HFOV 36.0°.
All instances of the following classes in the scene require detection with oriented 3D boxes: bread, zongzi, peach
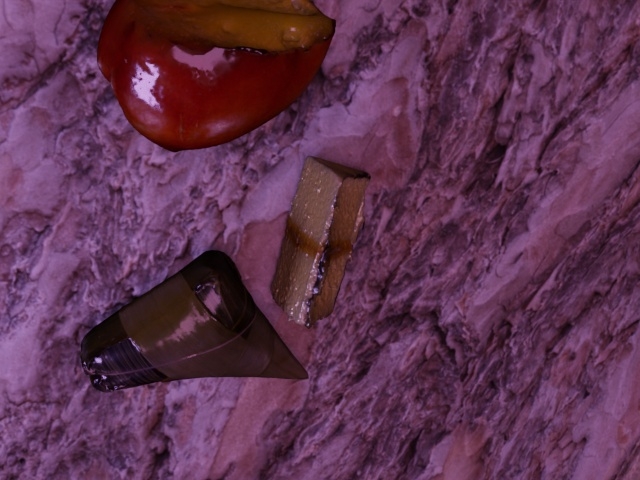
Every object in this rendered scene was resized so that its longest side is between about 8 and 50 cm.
[{"bbox_3d":[0.000,0.000,1.653,0.178,0.141,0.266,0,111,-58],"label":"bread"},{"bbox_3d":[-0.207,0.207,1.649,0.289,0.154,0.318,-33,119,5],"label":"zongzi"},{"bbox_3d":[-0.145,-0.279,1.435,0.338,0.281,0.281,-27,112,3],"label":"peach"}]
